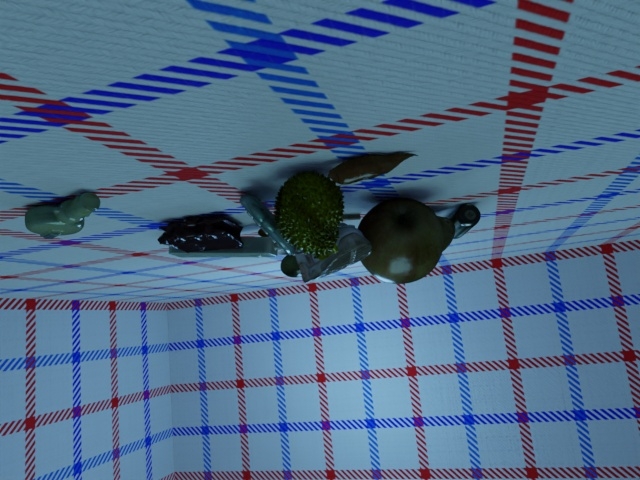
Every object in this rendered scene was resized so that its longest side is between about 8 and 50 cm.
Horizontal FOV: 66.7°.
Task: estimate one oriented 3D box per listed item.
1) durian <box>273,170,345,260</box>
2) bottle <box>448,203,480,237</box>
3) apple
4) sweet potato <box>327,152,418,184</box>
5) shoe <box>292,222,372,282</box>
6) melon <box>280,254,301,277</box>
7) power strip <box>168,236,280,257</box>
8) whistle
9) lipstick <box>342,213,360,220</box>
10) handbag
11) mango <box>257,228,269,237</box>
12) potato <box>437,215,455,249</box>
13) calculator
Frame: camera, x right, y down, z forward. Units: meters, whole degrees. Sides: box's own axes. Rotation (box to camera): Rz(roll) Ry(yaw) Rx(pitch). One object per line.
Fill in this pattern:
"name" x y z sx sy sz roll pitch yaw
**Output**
"durian" -0.025 -0.056 1.070 0.159 0.198 0.146 3 177 -14
"bottle" 0.471 -0.059 1.668 0.096 0.080 0.254 -2 170 3
"apple" 0.227 -0.008 1.402 0.256 0.257 0.234 -6 140 1
"sweet potato" 0.110 -0.156 1.026 0.194 0.057 0.056 -12 170 1
"shoe" -0.002 0.001 1.364 0.171 0.198 0.351 -23 176 -24
"melon" -0.108 0.109 2.164 0.167 0.114 0.114 -12 168 43
"power strip" -0.309 0.023 1.595 0.385 0.063 0.091 0 169 14
"whistle" -0.595 -0.055 1.132 0.258 0.067 0.126 -17 167 36
"lipstick" 0.080 -0.073 1.542 0.094 0.019 0.019 -4 170 -14
"handbag" -0.348 -0.019 1.447 0.203 0.074 0.216 -8 168 9
"mango" -0.164 -0.023 1.595 0.089 0.046 0.060 2 172 -30
"potato" 0.341 -0.016 1.628 0.177 0.160 0.235 -14 178 -44
"calculator" -0.129 -0.039 1.229 0.042 0.184 0.295 -43 175 -5
